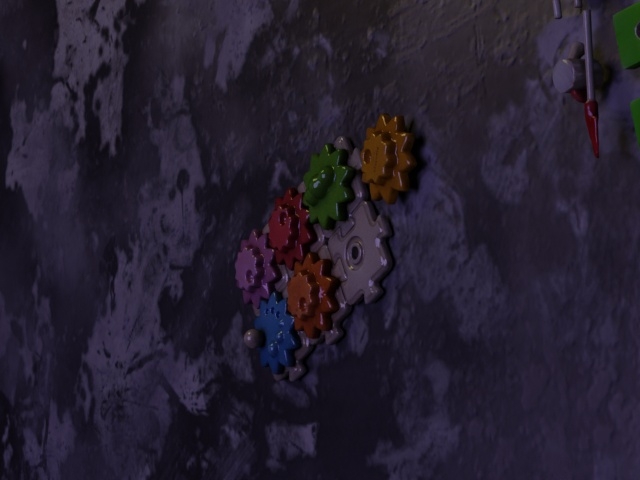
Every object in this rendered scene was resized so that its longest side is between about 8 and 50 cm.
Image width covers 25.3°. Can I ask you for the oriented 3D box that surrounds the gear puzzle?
[{"bbox_3d":[0.000,0.000,1.421,0.339,0.044,0.175,-49,49,44],"label":"gear puzzle"}]

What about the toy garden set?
[{"bbox_3d":[0.237,-0.181,1.068,0.204,0.049,0.244,-24,73,58],"label":"toy garden set"}]
